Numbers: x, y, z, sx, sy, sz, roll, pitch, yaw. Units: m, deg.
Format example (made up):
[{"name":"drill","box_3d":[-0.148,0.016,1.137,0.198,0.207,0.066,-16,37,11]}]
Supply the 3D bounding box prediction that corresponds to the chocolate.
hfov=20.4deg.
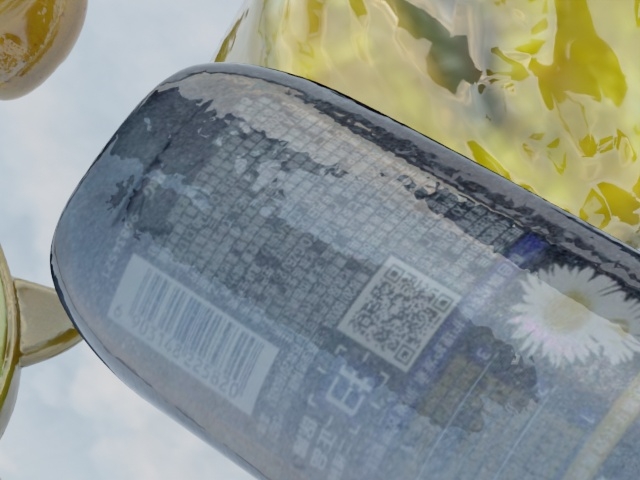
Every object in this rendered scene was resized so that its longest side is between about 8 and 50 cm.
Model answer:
[{"name":"chocolate","box_3d":[0.000,0.000,0.756,0.162,0.445,0.162,5,73,-16]}]

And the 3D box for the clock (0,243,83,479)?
[{"name":"clock","box_3d":[-0.296,0.062,0.897,0.348,0.117,0.286,14,53,4]}]

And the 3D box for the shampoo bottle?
[{"name":"shampoo bottle","box_3d":[0.040,0.036,0.375,0.234,0.049,0.087,30,82,33]}]

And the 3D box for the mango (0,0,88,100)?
[{"name":"mango","box_3d":[-0.200,-0.143,1.166,0.080,0.060,0.114,38,95,-2]}]
